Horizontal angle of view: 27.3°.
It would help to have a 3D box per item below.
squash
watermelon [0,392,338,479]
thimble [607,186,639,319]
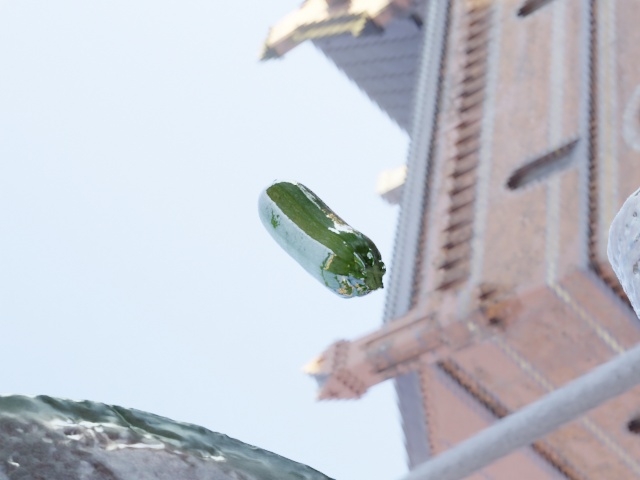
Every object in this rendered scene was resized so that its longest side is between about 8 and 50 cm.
[{"bbox_3d":[0.000,0.000,1.391,0.068,0.219,0.077,-11,-60,-29],"label":"squash"},{"bbox_3d":[-0.065,0.197,0.501,0.176,0.256,0.260,-116,29,-72],"label":"watermelon"},{"bbox_3d":[0.474,0.013,1.630,0.196,0.229,0.148,17,-143,-32],"label":"thimble"}]
